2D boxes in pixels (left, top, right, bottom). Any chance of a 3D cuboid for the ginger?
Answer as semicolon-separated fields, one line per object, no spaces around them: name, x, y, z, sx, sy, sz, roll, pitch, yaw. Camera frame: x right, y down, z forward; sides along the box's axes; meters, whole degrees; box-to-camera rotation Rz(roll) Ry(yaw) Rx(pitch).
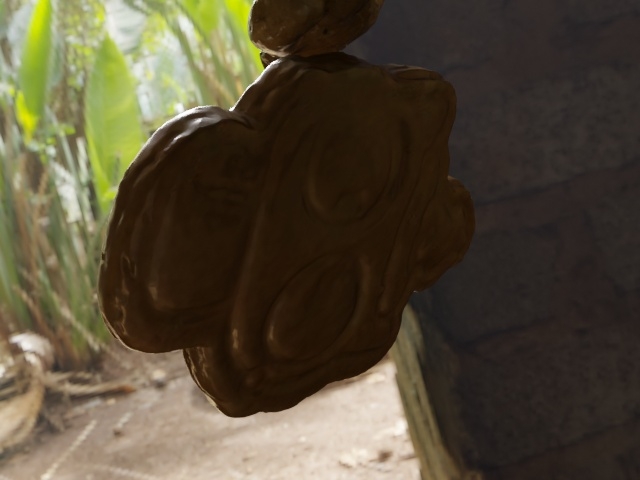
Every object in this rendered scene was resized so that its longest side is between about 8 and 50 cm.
ginger;0.029;-0.191;0.829;0.214;0.059;0.133;-33;-9;9

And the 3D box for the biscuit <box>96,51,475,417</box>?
biscuit;0.003;0.002;0.804;0.051;0.269;0.376;27;21;37
